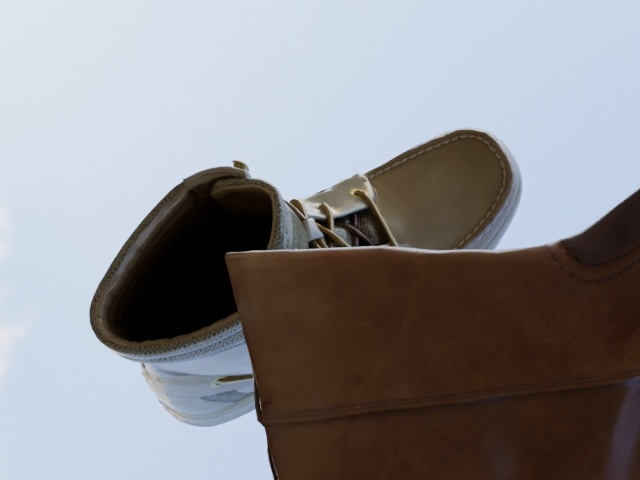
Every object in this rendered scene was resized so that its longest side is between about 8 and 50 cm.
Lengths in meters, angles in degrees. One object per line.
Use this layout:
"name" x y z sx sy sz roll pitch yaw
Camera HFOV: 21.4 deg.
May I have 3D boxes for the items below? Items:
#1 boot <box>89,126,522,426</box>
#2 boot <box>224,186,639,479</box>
"boot" 0.000 0.000 0.949 0.262 0.203 0.095 -32 -107 -3
"boot" 0.100 0.000 0.722 0.096 0.280 0.264 -139 -138 -88
